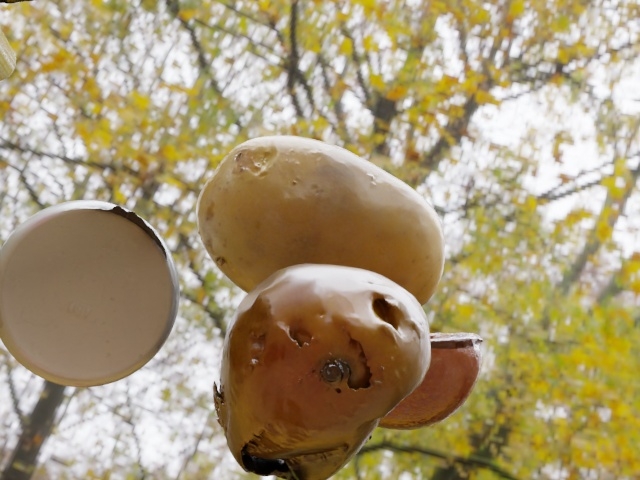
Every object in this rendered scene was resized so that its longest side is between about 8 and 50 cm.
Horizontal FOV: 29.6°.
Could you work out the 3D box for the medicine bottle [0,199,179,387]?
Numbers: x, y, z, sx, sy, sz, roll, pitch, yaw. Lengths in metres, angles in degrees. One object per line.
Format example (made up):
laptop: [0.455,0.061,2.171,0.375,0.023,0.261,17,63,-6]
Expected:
medicine bottle: [-0.201,0.039,1.011,0.143,0.143,0.258,29,-5,-12]

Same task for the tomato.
tomato: [0.071,0.153,1.343,0.199,0.112,0.228,1,-4,-7]

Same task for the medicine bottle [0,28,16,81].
medicine bottle: [-0.412,-0.240,1.470,0.074,0.074,0.218,24,-5,-5]

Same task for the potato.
potato: [0.000,0.000,1.103,0.234,0.146,0.150,25,-38,-4]

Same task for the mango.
mango: [-0.004,0.097,0.900,0.156,0.151,0.248,-19,-18,-16]

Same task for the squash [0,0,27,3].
squash: [-0.334,-0.444,1.328,0.310,0.310,0.309,30,-10,-14]
